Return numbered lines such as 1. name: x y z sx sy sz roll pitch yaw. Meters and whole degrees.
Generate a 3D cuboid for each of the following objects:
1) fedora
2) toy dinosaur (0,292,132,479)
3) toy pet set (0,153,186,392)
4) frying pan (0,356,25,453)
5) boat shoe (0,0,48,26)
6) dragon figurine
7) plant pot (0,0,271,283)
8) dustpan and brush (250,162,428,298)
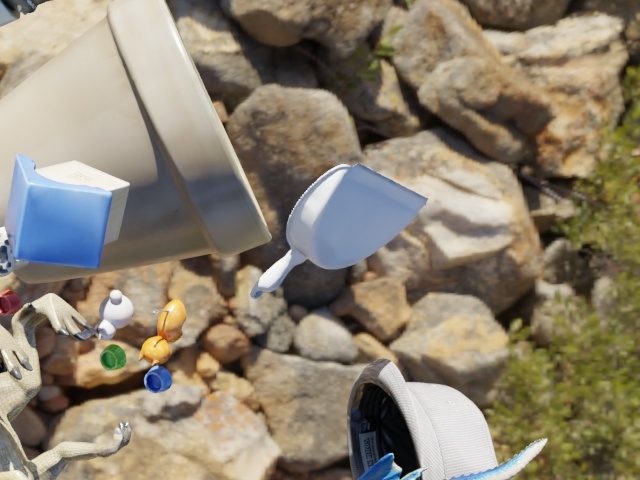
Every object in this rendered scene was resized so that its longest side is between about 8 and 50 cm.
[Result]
1. fedora: 0.126 0.259 1.260 0.124 0.275 0.244 -4 104 -17
2. toy dinosaur: -0.125 0.062 0.380 0.183 0.092 0.053 54 22 23
3. toy pet set: -0.136 0.020 0.570 0.065 0.122 0.114 -29 138 -63
4. frying pan: -0.368 0.269 1.228 0.326 0.053 0.197 -62 165 6
5. boat shoe: -0.240 -0.271 0.717 0.091 0.305 0.109 -19 58 -1
6. dragon figurine: 0.079 0.264 1.043 0.289 0.144 0.085 -51 141 5
7. plant pot: -0.245 -0.089 1.235 0.280 0.323 0.323 -25 103 -1
8. dustpan and brush: 0.000 0.000 1.164 0.211 0.060 0.147 -51 141 15
